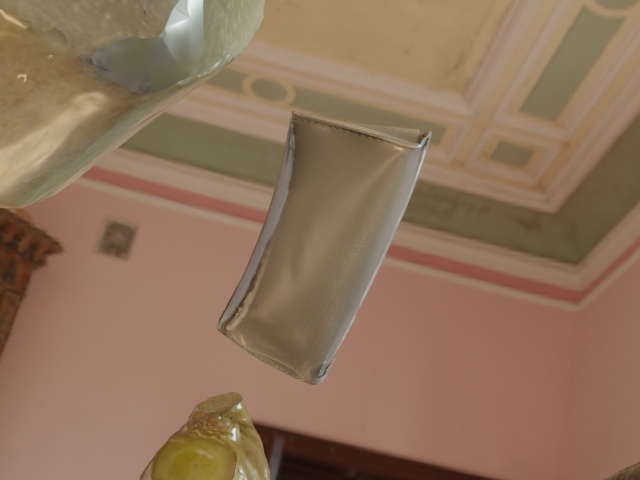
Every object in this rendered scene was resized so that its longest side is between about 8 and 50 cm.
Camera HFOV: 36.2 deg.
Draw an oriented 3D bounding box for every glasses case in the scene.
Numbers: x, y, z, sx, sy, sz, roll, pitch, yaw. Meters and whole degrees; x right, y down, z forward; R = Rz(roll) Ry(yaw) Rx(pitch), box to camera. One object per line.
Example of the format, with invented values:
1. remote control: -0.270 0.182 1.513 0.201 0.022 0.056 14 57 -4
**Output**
1. glasses case: -0.002 -0.001 0.927 0.128 0.083 0.308 19 -53 -5

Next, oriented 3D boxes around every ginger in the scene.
1. ginger: -0.096 0.219 0.758 0.102 0.216 0.157 9 -51 13

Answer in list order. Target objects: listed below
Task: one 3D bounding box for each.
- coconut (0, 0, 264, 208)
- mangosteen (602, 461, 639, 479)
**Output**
1. coconut: -0.183 -0.202 0.537 0.352 0.352 0.352 10 -26 5
2. mangosteen: 0.262 0.252 0.659 0.216 0.216 0.216 10 -26 5
